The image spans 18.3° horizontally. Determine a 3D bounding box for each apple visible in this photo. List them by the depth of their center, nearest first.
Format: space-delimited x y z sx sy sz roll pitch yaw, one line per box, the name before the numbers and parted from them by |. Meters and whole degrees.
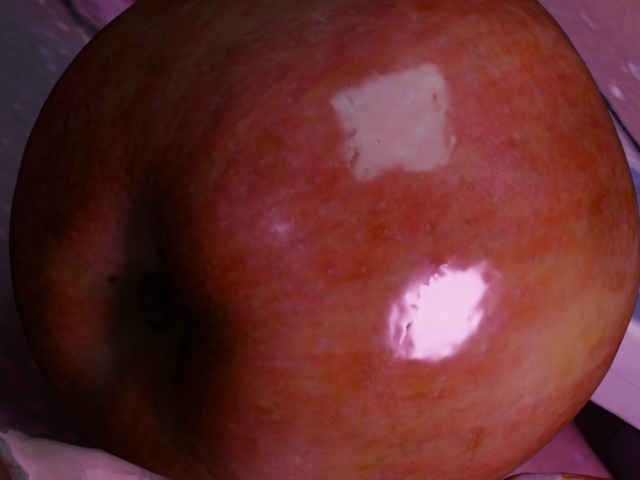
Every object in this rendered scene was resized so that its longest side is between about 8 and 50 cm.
apple | 0.000 0.000 0.624 0.188 0.188 0.174 45 41 19

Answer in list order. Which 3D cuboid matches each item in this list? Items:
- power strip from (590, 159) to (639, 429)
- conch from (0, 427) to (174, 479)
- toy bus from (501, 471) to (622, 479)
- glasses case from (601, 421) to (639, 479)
power strip | 0.183 0.057 0.750 0.367 0.043 0.106 31 38 5
conch | -0.019 0.194 0.352 0.324 0.186 0.263 53 38 -14
toy bus | 0.083 0.150 0.599 0.077 0.079 0.174 14 38 -14
glasses case | 0.186 0.136 0.733 0.072 0.042 0.190 -10 51 -36
